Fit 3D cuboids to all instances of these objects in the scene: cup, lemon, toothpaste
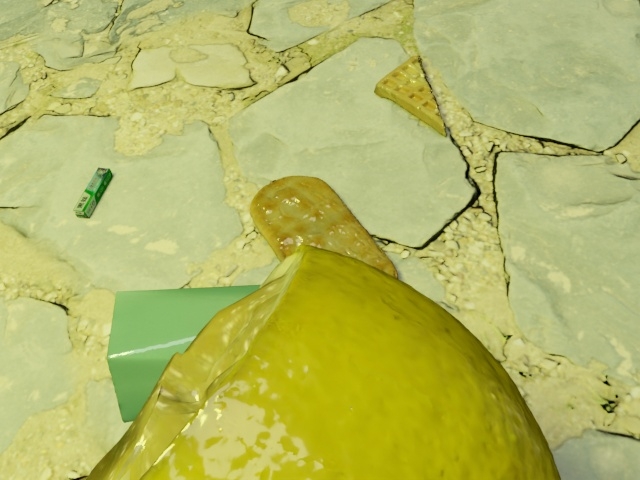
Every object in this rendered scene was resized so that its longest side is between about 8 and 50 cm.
[{"bbox_3d":[-0.085,0.106,0.671,0.236,0.148,0.134,-7,85,3],"label":"cup"},{"bbox_3d":[0.016,0.206,0.463,0.365,0.364,0.364,-4,52,5],"label":"lemon"},{"bbox_3d":[-0.321,-0.068,0.910,0.020,0.017,0.083,7,54,13],"label":"toothpaste"}]

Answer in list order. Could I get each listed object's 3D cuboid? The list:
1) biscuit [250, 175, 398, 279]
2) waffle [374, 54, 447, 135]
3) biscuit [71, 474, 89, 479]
[{"bbox_3d":[0.000,0.000,0.805,0.119,0.029,0.247,-28,54,-14],"label":"biscuit"},{"bbox_3d":[0.161,-0.217,0.952,0.097,0.023,0.153,-36,55,-18],"label":"waffle"},{"bbox_3d":[-0.165,0.294,0.588,0.219,0.055,0.061,33,34,28],"label":"biscuit"}]
